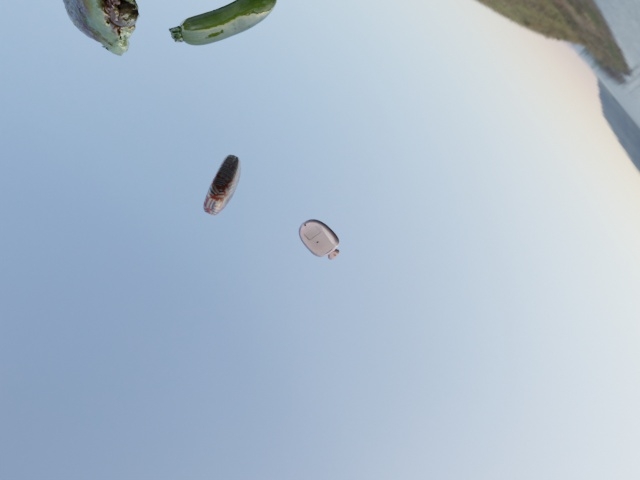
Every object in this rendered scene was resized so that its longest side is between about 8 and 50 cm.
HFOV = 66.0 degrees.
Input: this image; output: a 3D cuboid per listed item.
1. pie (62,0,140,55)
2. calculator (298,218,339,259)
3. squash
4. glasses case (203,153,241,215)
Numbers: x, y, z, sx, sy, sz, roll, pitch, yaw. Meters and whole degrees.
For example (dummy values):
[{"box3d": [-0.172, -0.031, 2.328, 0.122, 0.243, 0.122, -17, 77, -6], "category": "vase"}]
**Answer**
[{"box3d": [-0.542, -0.572, 1.157, 0.257, 0.274, 0.105, 46, -113, -16], "category": "pie"}, {"box3d": [0.000, 0.000, 1.559, 0.166, 0.103, 0.024, 47, -160, -24], "category": "calculator"}, {"box3d": [-0.210, -0.487, 1.092, 0.069, 0.257, 0.069, -18, -90, -81], "category": "squash"}, {"box3d": [-0.205, -0.126, 1.071, 0.049, 0.073, 0.195, 20, -147, -9], "category": "glasses case"}]
